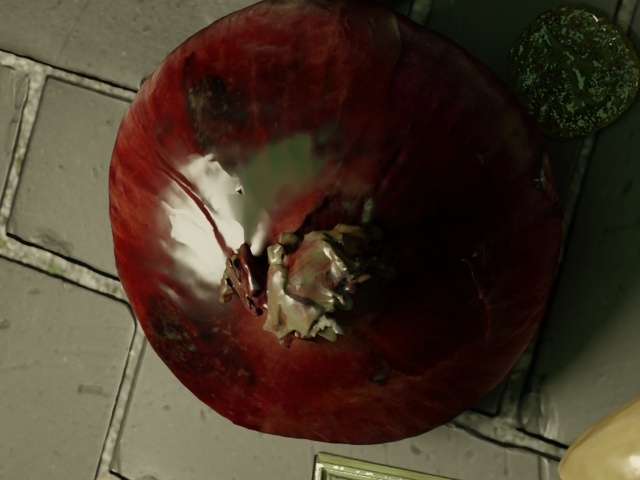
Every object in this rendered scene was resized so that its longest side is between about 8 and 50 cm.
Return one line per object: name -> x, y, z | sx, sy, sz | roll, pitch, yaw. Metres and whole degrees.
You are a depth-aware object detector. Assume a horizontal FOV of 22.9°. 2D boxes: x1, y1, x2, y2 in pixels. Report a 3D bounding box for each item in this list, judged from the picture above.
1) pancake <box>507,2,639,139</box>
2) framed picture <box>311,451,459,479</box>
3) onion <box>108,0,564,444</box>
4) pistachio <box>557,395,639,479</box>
pancake -> 0.193, -0.130, 1.208 | 0.108, 0.017, 0.108 | -2, 85, 23
framed picture -> 0.097, 0.285, 1.245 | 0.252, 0.014, 0.197 | 7, 92, 24
onion -> 0.000, 0.000, 1.142 | 0.347, 0.285, 0.347 | 2, 105, 7
pistachio -> 0.280, 0.149, 1.099 | 0.229, 0.157, 0.157 | -21, 81, 28
